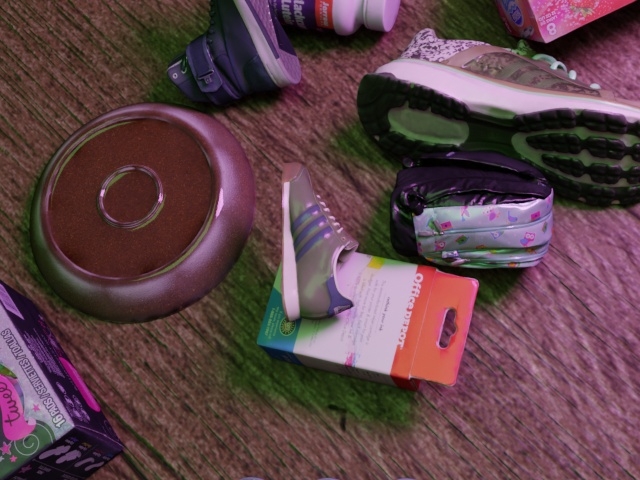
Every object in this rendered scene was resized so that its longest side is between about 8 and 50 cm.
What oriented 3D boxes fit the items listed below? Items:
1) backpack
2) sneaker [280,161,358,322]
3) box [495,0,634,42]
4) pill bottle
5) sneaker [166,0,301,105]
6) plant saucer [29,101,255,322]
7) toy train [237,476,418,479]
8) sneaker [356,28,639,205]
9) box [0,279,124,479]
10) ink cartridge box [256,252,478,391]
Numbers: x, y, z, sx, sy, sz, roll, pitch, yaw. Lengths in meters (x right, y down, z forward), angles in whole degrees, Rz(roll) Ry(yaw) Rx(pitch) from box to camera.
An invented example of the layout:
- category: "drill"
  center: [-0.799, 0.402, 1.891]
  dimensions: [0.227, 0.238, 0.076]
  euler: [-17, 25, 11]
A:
- category: "backpack"
  center: [0.175, -0.031, 1.130]
  dimensions: [0.182, 0.115, 0.152]
  euler: [1, 29, 9]
- category: "sneaker"
  center: [0.000, 0.000, 1.113]
  dimensions: [0.086, 0.064, 0.192]
  euler: [-2, 67, 3]
- category: "box"
  center: [0.354, -0.369, 1.184]
  dimensions: [0.300, 0.154, 0.142]
  euler: [-26, 107, 0]
- category: "pill bottle"
  center: [0.003, -0.328, 1.285]
  dimensions: [0.194, 0.108, 0.108]
  euler: [13, 73, 16]
- category: "sneaker"
  center: [-0.142, -0.280, 1.253]
  dimensions: [0.163, 0.086, 0.226]
  euler: [-13, 112, 25]
- category: "plant saucer"
  center: [-0.239, -0.050, 1.266]
  dimensions: [0.311, 0.050, 0.310]
  euler: [-3, 69, 9]
- category: "toy train"
  center: [0.000, 0.349, 1.032]
  dimensions: [0.334, 0.142, 0.190]
  euler: [-2, 80, 11]
- category: "sneaker"
  center: [0.260, -0.177, 1.174]
  dimensions: [0.411, 0.158, 0.182]
  euler: [16, 57, 11]
- category: "box"
  center: [-0.372, 0.176, 1.146]
  dimensions: [0.142, 0.163, 0.247]
  euler: [-37, 67, -5]
- category: "ink cartridge box"
  center: [0.059, 0.091, 1.138]
  dimensions: [0.231, 0.078, 0.134]
  euler: [12, 73, 16]
